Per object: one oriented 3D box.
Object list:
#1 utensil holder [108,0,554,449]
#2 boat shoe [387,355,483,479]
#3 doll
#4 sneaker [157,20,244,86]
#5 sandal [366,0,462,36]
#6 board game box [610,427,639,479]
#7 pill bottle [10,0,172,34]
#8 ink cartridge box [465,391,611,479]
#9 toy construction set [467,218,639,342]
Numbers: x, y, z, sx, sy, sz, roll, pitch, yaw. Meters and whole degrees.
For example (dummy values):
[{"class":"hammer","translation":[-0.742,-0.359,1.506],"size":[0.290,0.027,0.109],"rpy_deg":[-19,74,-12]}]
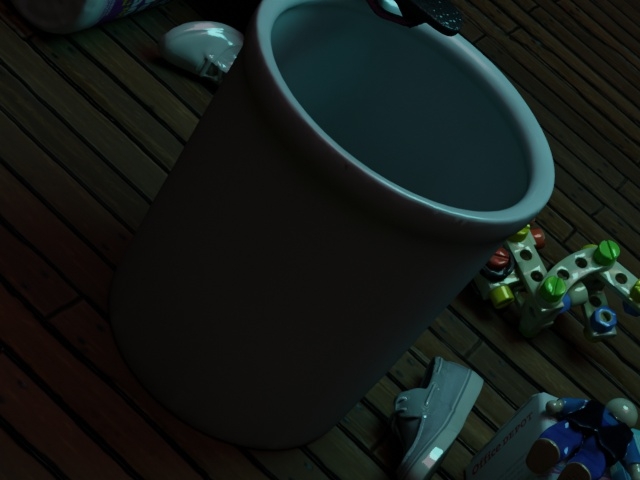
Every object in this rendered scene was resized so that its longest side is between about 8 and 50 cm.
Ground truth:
[{"class":"utensil holder","translation":[-0.004,-0.017,1.319],"size":[0.328,0.385,0.327],"rpy_deg":[21,40,-19]},{"class":"boat shoe","translation":[0.115,0.203,1.444],"size":[0.081,0.079,0.227],"rpy_deg":[30,31,7]},{"class":"doll","translation":[0.282,0.208,1.324],"size":[0.129,0.046,0.189],"rpy_deg":[38,29,19]},{"class":"sneaker","translation":[-0.116,-0.225,1.726],"size":[0.212,0.080,0.094],"rpy_deg":[11,55,-32]},{"class":"sandal","translation":[0.069,-0.244,1.279],"size":[0.179,0.040,0.067],"rpy_deg":[38,28,28]},{"class":"board game box","translation":[0.483,0.374,1.539],"size":[0.336,0.079,0.253],"rpy_deg":[19,39,-23]},{"class":"pill bottle","translation":[-0.262,-0.381,1.692],"size":[0.169,0.169,0.301],"rpy_deg":[44,38,10]},{"class":"ink cartridge box","translation":[0.232,0.292,1.363],"size":[0.093,0.154,0.212],"rpy_deg":[23,38,-18]},{"class":"toy construction set","translation":[0.283,-0.003,1.732],"size":[0.215,0.151,0.327],"rpy_deg":[-13,47,-17]}]
